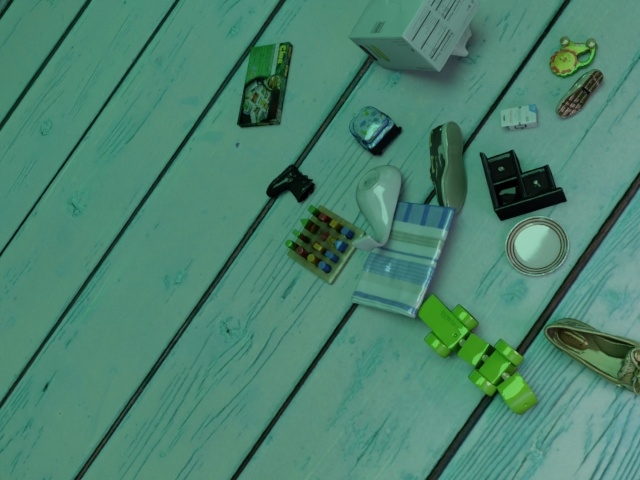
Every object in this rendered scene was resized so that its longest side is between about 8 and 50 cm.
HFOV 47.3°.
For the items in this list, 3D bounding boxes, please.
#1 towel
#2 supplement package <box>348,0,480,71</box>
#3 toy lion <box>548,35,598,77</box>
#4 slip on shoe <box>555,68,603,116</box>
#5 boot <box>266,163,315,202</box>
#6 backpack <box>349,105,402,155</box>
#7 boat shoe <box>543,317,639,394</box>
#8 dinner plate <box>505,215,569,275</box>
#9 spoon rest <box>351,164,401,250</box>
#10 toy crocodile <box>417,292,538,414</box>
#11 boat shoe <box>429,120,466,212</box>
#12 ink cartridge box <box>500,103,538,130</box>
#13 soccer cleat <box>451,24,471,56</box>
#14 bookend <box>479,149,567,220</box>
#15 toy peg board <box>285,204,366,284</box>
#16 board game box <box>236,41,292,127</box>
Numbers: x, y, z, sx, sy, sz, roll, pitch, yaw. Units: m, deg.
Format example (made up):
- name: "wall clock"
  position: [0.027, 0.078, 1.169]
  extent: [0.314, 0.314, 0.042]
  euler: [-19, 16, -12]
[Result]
- name: "towel"
  position: [0.194, 0.039, 1.752]
  extent: [0.209, 0.034, 0.285]
  euler: [12, 77, 48]
- name: "supplement package"
  position: [0.232, -0.557, 1.860]
  extent: [0.204, 0.145, 0.262]
  euler: [-59, 31, -3]
- name: "toy lion"
  position: [0.603, -0.437, 1.754]
  extent: [0.100, 0.034, 0.096]
  euler: [13, 85, 30]
- name: "slip on shoe"
  position: [0.602, -0.346, 1.715]
  extent: [0.135, 0.051, 0.041]
  euler: [-52, 18, 11]
- name: "boot"
  position: [-0.080, -0.140, 1.985]
  extent: [0.121, 0.045, 0.099]
  euler: [-46, 62, 5]
- name: "backpack"
  position: [0.132, -0.295, 1.908]
  extent: [0.105, 0.084, 0.114]
  euler: [-48, 56, 2]
- name: "boat shoe"
  position: [0.587, 0.239, 1.469]
  extent: [0.285, 0.089, 0.104]
  euler: [20, 96, 34]
- name: "dinner plate"
  position: [0.490, 0.013, 1.654]
  extent: [0.141, 0.017, 0.141]
  euler: [-10, 67, 24]
- name: "spoon rest"
  position: [0.136, -0.079, 1.810]
  extent: [0.137, 0.084, 0.276]
  euler: [-22, 39, 35]
- name: "toy crocodile"
  position: [0.339, 0.241, 1.609]
  extent: [0.115, 0.105, 0.340]
  euler: [-51, 53, 3]
- name: "boat shoe"
  position: [0.305, -0.173, 1.784]
  extent: [0.069, 0.081, 0.227]
  euler: [-11, 73, 51]
- name: "ink cartridge box"
  position: [0.479, -0.295, 1.764]
  extent: [0.083, 0.028, 0.048]
  euler: [-5, 70, 25]
- name: "soccer cleat"
  position: [0.361, -0.557, 1.905]
  extent: [0.076, 0.068, 0.196]
  euler: [21, 63, -12]
- name: "bookend"
  position: [0.467, -0.147, 1.691]
  extent: [0.157, 0.072, 0.156]
  euler: [-17, 65, 20]
- name: "toy peg board"
  position: [0.000, 0.000, 1.872]
  extent: [0.161, 0.079, 0.161]
  euler: [33, 89, 32]
- name: "board game box"
  position: [-0.163, -0.458, 2.150]
  extent: [0.136, 0.030, 0.259]
  euler: [0, 72, 29]
